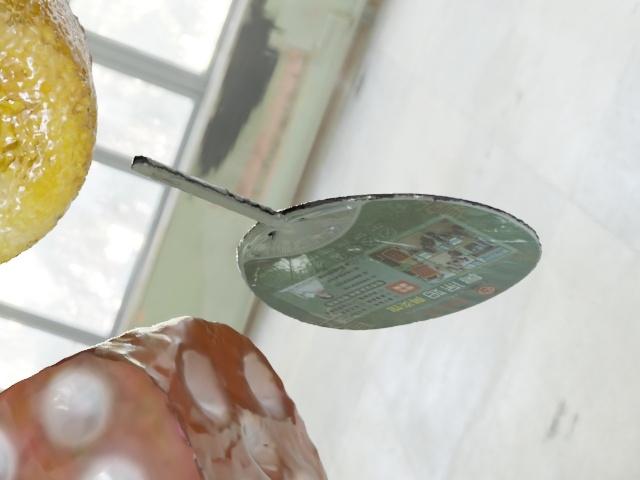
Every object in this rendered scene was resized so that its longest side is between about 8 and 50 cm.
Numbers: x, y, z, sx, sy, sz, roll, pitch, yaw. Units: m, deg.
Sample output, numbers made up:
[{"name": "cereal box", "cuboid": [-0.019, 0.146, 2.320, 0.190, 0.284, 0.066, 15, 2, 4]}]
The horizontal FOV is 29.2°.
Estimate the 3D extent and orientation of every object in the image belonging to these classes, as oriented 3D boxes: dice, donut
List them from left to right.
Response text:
[{"name": "donut", "cuboid": [-0.266, -0.080, 0.808, 0.254, 0.253, 0.118, -66, 29, 20]}, {"name": "dice", "cuboid": [-0.101, 0.157, 0.689, 0.174, 0.175, 0.179, -29, -14, 17]}]

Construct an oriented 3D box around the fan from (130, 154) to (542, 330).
[{"name": "fan", "cuboid": [0.034, 0.000, 0.845, 0.294, 0.223, 0.012, 53, -145, -57]}]
